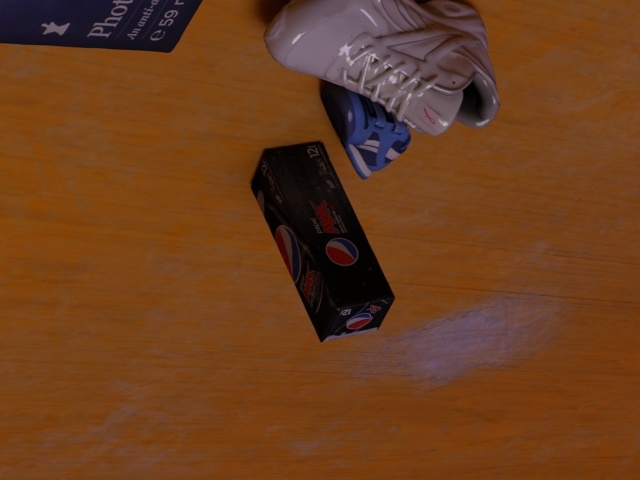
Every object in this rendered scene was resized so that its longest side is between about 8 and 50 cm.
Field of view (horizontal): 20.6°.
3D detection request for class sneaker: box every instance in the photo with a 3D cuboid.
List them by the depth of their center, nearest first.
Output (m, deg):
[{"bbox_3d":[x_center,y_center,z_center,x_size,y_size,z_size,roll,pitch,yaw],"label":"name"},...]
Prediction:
[{"bbox_3d":[0.062,-0.137,1.366,0.232,0.115,0.090,2,142,-40],"label":"sneaker"},{"bbox_3d":[0.040,-0.101,1.479,0.059,0.053,0.144,-25,160,3],"label":"sneaker"}]

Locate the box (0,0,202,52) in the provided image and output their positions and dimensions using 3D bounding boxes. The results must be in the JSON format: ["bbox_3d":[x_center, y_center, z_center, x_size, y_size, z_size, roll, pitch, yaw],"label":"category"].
[{"bbox_3d":[-0.170,-0.258,0.915,0.294,0.182,0.296,-1,143,-35],"label":"box"}]

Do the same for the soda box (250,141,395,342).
[{"bbox_3d":[0.000,0.000,1.494,0.060,0.169,0.053,-10,148,-25],"label":"soda box"}]
